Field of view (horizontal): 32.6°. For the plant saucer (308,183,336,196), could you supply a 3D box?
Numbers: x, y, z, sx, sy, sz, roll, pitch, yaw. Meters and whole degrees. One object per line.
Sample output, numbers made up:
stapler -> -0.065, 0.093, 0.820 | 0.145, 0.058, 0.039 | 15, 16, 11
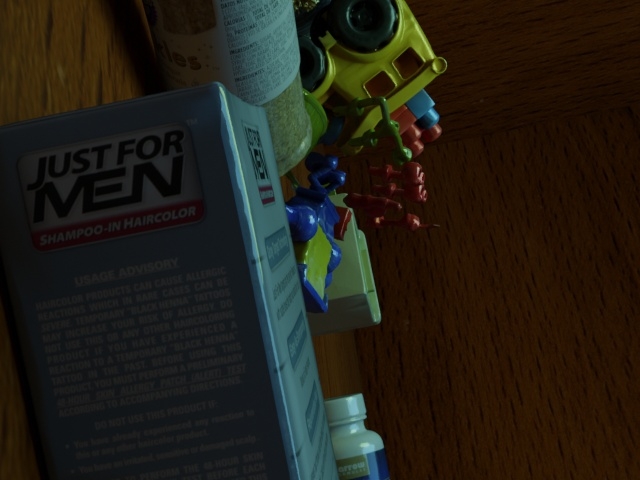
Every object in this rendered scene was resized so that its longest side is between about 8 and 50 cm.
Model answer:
plant saucer -> -0.010, 0.002, 1.789 | 0.188, 0.045, 0.188 | 152, -72, -72

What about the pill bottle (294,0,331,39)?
pill bottle -> -0.042, -0.332, 1.417 | 0.278, 0.162, 0.162 | 27, 51, -73

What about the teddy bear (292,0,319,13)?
teddy bear -> -0.066, -0.363, 1.163 | 0.245, 0.113, 0.338 | 45, 56, -53

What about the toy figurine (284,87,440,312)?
toy figurine -> 0.000, 0.000, 1.242 | 0.362, 0.191, 0.217 | 60, 45, -65

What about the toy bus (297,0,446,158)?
toy bus -> 0.041, -0.173, 1.293 | 0.211, 0.220, 0.149 | 53, -8, -9

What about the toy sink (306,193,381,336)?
toy sink -> 0.010, 0.050, 1.601 | 0.234, 0.131, 0.153 | 71, 9, -68

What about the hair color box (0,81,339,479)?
hair color box -> -0.053, 0.120, 0.556 | 0.185, 0.113, 0.375 | -54, 134, -86

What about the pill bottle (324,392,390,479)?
pill bottle -> 0.026, 0.280, 1.291 | 0.112, 0.112, 0.187 | 47, 31, -83

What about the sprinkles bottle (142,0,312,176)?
sprinkles bottle -> -0.082, -0.200, 0.833 | 0.355, 0.121, 0.121 | 81, 1, -48
